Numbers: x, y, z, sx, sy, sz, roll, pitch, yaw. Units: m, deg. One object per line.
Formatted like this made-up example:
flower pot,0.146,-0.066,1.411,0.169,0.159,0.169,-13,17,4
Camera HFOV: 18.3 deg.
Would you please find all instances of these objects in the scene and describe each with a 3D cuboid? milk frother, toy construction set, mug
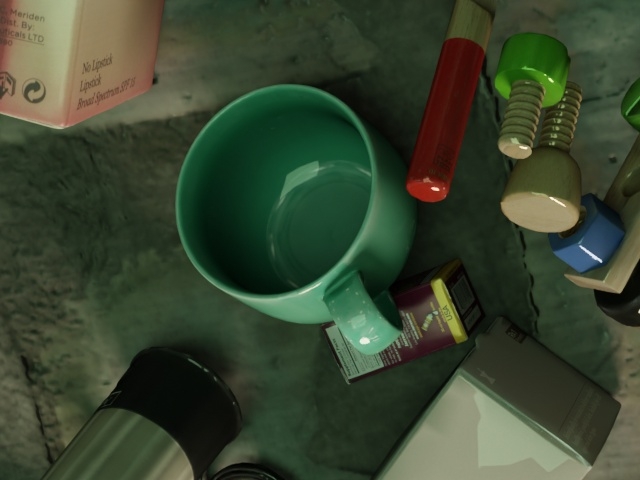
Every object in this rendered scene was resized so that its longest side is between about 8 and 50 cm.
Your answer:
milk frother,-0.095,0.167,1.237,0.143,0.135,0.129,29,140,11
toy construction set,0.220,-0.089,1.063,0.308,0.257,0.237,17,64,-4
mug,-0.008,-0.003,1.172,0.129,0.097,0.158,-5,73,22

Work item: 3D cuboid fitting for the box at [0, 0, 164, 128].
box,-0.163,-0.199,1.162,0.126,0.148,0.232,14,107,13

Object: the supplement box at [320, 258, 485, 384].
supplement box,0.051,0.049,1.209,0.083,0.055,0.043,-22,97,21

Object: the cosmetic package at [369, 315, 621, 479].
cosmetic package,0.070,0.174,1.197,0.107,0.127,0.238,39,112,5
